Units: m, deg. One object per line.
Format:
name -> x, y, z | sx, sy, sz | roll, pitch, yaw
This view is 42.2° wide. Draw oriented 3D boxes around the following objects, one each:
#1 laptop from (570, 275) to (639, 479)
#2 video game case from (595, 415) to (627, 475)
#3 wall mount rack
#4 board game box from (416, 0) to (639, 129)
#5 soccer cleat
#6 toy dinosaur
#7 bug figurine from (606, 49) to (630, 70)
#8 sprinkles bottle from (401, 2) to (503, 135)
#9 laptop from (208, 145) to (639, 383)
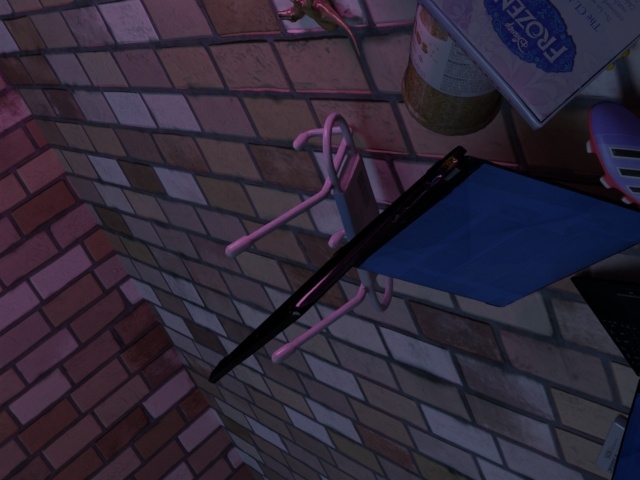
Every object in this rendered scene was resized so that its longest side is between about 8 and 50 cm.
laptop -> 0.380, 0.189, 0.982 | 0.264, 0.136, 0.234 | 54, 171, -7
video game case -> 0.487, 0.341, 1.215 | 0.157, 0.019, 0.143 | 35, 150, 29
wall mount rack -> 0.000, 0.000, 1.232 | 0.130, 0.304, 0.350 | -4, 127, 23
board game box -> 0.167, -0.300, 0.578 | 0.319, 0.318, 0.066 | 49, -169, 4
soccer cleat -> 0.365, -0.049, 0.842 | 0.095, 0.083, 0.248 | -28, 102, 48
toy dinosaur -> -0.001, -0.314, 1.119 | 0.183, 0.053, 0.092 | 34, 166, 45
bug figurine -> 0.338, -0.169, 0.722 | 0.279, 0.072, 0.216 | 47, 148, 17
sprinkles bottle -> 0.153, -0.234, 0.804 | 0.121, 0.121, 0.355 | 43, 165, 15
laptop -> 0.123, 0.078, 0.988 | 0.236, 0.408, 0.382 | 47, 153, 1
